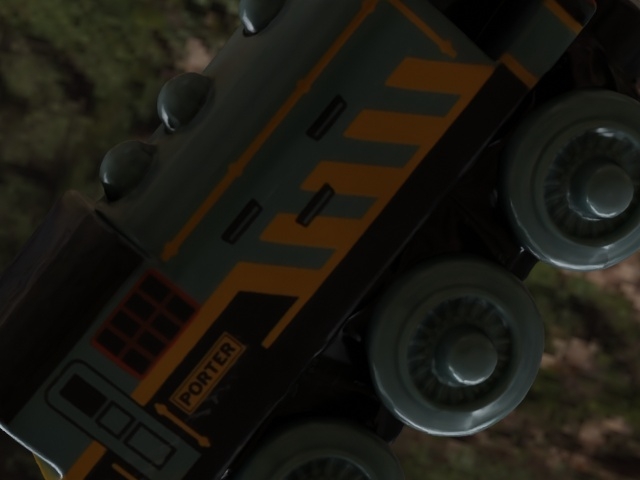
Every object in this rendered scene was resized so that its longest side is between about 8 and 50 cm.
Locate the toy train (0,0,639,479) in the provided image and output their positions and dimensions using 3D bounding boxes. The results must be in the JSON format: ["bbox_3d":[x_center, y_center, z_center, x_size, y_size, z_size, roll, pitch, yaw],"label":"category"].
[{"bbox_3d":[0.000,0.000,0.826,0.190,0.334,0.142,39,180,-22],"label":"toy train"}]
